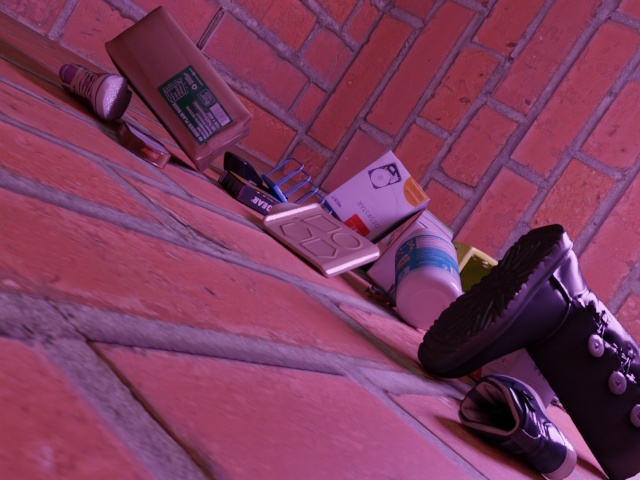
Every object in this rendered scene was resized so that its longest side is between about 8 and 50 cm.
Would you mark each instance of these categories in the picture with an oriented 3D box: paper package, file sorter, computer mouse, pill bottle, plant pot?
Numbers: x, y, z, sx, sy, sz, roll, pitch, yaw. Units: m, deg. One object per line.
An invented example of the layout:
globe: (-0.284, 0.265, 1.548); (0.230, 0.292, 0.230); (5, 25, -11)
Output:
paper package: (-0.323, -0.342, 1.784); (0.324, 0.168, 0.309); (52, -5, -4)
file sorter: (-0.063, -0.125, 2.088); (0.170, 0.104, 0.118); (56, -7, -28)
computer mouse: (-0.193, -0.163, 2.238); (0.184, 0.060, 0.262); (31, -7, 14)
pill bottle: (0.243, 0.074, 1.749); (0.146, 0.146, 0.264); (32, 27, -13)
plant pot: (0.390, 0.130, 2.200); (0.228, 0.227, 0.207); (32, 0, -29)

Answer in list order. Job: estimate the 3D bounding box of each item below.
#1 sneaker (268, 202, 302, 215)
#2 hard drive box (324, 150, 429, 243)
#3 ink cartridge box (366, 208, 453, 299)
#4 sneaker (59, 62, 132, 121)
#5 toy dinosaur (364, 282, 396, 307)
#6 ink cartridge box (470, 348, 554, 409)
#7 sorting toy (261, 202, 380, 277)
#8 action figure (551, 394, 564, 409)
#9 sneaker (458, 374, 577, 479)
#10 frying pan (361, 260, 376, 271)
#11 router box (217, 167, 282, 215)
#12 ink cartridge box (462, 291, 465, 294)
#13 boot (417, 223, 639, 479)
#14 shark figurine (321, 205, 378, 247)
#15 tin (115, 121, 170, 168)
sneaker: (-0.028, -0.011, 1.766); (0.212, 0.080, 0.094); (34, 17, -7)
hard drive box: (0.155, -0.106, 2.131); (0.181, 0.232, 0.089); (52, -5, 10)
ink cartridge box: (0.246, 0.033, 2.050); (0.115, 0.198, 0.273); (43, 14, 4)
sneaker: (-0.518, -0.340, 1.711); (0.161, 0.102, 0.282); (28, -3, -11)
toy dinosaur: (0.137, 0.133, 1.717); (0.082, 0.047, 0.090); (41, 37, -10)
ink cartridge box: (0.399, 0.223, 1.503); (0.127, 0.176, 0.128); (31, -4, -23)
sorting toy: (0.000, 0.000, 1.674); (0.208, 0.038, 0.193); (39, 35, 27)
action figure: (0.590, 0.352, 2.032); (0.285, 0.099, 0.185); (43, 2, 41)
sneaker: (0.253, 0.234, 1.107); (0.163, 0.086, 0.226); (34, 6, -25)
frying pan: (0.175, 0.073, 2.293); (0.197, 0.053, 0.326); (38, 6, 29)
router box: (-0.160, -0.107, 1.948); (0.179, 0.046, 0.133); (30, 6, -38)
ink cartridge box: (0.363, 0.203, 1.907); (0.273, 0.114, 0.197); (29, 6, -45)
boot: (0.419, 0.252, 1.359); (0.445, 0.367, 0.146); (55, -19, -16)
shark figurine: (0.099, -0.026, 2.547); (0.278, 0.116, 0.166); (40, -30, -13)
tin: (-0.373, -0.203, 1.609); (0.106, 0.040, 0.190); (26, 8, -27)
